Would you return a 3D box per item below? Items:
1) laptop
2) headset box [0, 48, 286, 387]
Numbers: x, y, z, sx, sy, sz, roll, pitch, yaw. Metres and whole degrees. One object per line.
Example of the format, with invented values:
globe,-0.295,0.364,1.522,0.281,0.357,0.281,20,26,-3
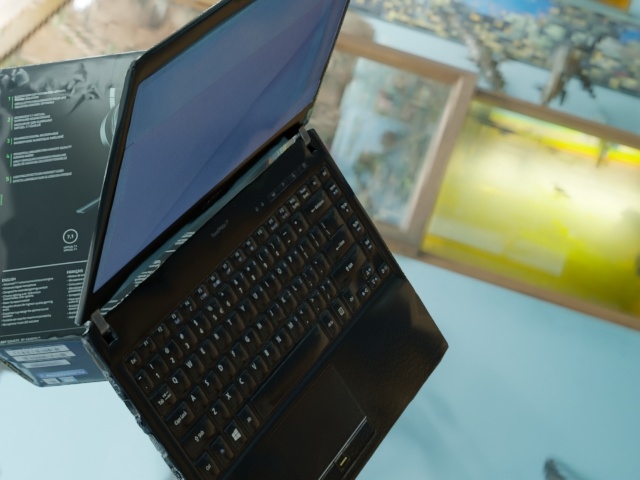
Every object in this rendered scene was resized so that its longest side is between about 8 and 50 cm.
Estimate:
laptop,0.000,0.000,0.675,0.136,0.264,0.234,-22,16,41
headset box,-0.155,-0.033,1.152,0.131,0.246,0.283,68,-164,-68
